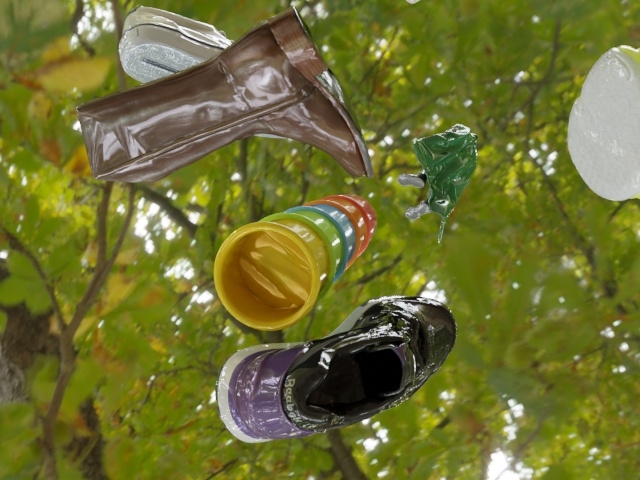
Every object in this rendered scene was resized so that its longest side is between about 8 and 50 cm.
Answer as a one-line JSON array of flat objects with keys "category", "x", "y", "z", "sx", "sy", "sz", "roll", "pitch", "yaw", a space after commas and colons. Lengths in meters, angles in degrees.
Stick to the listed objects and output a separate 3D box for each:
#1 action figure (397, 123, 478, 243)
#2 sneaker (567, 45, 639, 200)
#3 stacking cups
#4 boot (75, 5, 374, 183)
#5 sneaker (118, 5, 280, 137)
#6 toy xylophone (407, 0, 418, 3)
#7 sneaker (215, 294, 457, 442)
[{"category": "action figure", "x": 0.172, "y": -0.103, "z": 1.343, "sx": 0.232, "sy": 0.063, "sz": 0.137, "roll": -42, "pitch": -55, "yaw": -55}, {"category": "sneaker", "x": 0.246, "y": -0.105, "z": 0.575, "sx": 0.126, "sy": 0.240, "sz": 0.091, "roll": -16, "pitch": -109, "yaw": -22}, {"category": "stacking cups", "x": 0.000, "y": 0.000, "z": 0.964, "sx": 0.096, "sy": 0.096, "sz": 0.316, "roll": 49, "pitch": -159, "yaw": 3}, {"category": "boot", "x": -0.042, "y": -0.045, "z": 0.447, "sx": 0.114, "sy": 0.106, "sz": 0.037, "roll": -26, "pitch": -136, "yaw": 9}, {"category": "sneaker", "x": -0.112, "y": -0.203, "z": 1.145, "sx": 0.258, "sy": 0.094, "sz": 0.091, "roll": 23, "pitch": -137, "yaw": -34}, {"category": "toy xylophone", "x": 0.121, "y": -0.376, "z": 0.948, "sx": 0.236, "sy": 0.081, "sz": 0.323, "roll": 58, "pitch": -139, "yaw": -10}, {"category": "sneaker", "x": 0.054, "y": 0.116, "z": 0.875, "sx": 0.283, "sy": 0.124, "sz": 0.107, "roll": -17, "pitch": -86, "yaw": -43}]
